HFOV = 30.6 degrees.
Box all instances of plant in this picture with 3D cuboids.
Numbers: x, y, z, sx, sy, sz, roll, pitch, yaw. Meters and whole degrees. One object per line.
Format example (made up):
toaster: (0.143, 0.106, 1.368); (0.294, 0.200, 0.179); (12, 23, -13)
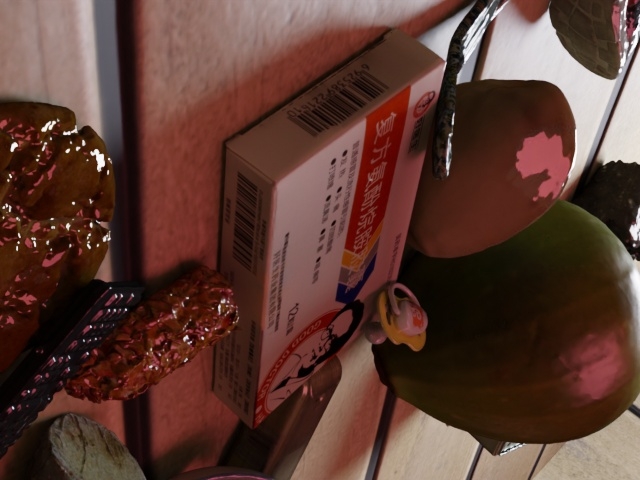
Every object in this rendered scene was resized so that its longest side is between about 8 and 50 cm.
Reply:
plant: (0.442, -0.015, 1.778); (0.203, 0.142, 0.131); (-52, 140, -14)

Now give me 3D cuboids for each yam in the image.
yam: (-0.213, 0.240, 0.958); (0.183, 0.107, 0.107); (-59, 157, 18)

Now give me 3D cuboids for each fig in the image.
fig: (0.212, 0.101, 1.351); (0.316, 0.316, 0.316); (-42, 155, -25)

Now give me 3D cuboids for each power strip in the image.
power strip: (-0.087, 0.286, 1.315); (0.092, 0.066, 0.388); (-13, 132, -59)

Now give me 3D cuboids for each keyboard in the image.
keyboard: (-0.237, 0.145, 0.814); (0.310, 0.018, 0.101); (-49, 172, 3)

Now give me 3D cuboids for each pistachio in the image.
pistachio: (0.158, -0.074, 1.157); (0.223, 0.152, 0.126); (-45, 169, 35)

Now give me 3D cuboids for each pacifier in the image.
pacifier: (0.071, 0.082, 1.192); (0.064, 0.068, 0.083); (-27, 151, 29)

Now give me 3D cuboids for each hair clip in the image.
hair clip: (0.130, -0.155, 1.060); (0.066, 0.036, 0.229); (82, 27, -59)

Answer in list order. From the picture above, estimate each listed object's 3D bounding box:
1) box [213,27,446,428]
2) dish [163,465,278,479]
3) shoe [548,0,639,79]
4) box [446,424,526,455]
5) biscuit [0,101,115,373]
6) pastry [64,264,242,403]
box: (0.000, 0.000, 1.065); (0.214, 0.069, 0.353); (-38, 155, -32)
dish: (-0.135, 0.347, 1.216); (0.273, 0.134, 0.274); (-7, 105, -27)
shoe: (0.314, -0.277, 1.212); (0.125, 0.099, 0.228); (-39, 150, -23)
box: (0.301, 0.158, 1.703); (0.220, 0.166, 0.291); (-16, 139, -40)
biscuit: (-0.208, 0.012, 0.711); (0.226, 0.042, 0.226); (-41, 154, -25)
pastry: (-0.128, 0.079, 0.930); (0.169, 0.063, 0.087); (-35, 154, -39)
